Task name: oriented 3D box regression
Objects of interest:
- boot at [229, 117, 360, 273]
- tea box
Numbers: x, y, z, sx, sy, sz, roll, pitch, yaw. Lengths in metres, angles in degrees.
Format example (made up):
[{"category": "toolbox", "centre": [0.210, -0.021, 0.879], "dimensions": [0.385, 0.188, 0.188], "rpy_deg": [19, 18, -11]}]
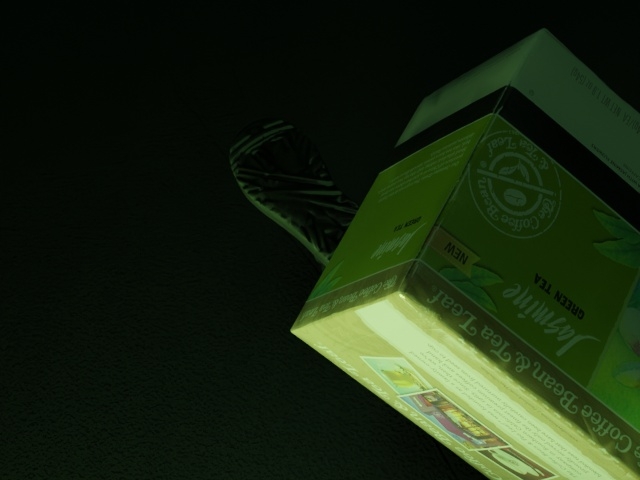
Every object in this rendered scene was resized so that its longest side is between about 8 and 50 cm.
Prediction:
[{"category": "boot", "centre": [0.000, 0.000, 1.441], "dimensions": [0.094, 0.207, 0.246], "rpy_deg": [-36, 58, -11]}, {"category": "tea box", "centre": [0.209, 0.039, 1.247], "dimensions": [0.220, 0.329, 0.324], "rpy_deg": [-25, 32, 60]}]
